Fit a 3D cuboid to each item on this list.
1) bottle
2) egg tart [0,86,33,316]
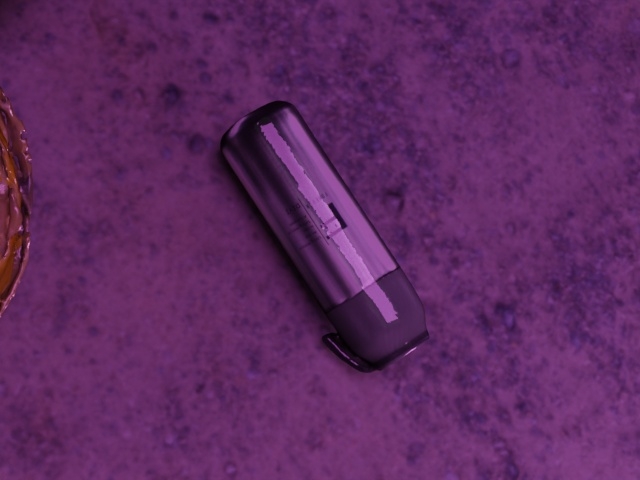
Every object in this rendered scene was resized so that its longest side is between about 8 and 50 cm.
[{"bbox_3d":[0.000,0.000,1.505,0.096,0.079,0.253,-34,87,11],"label":"bottle"},{"bbox_3d":[-0.335,-0.027,1.301,0.315,0.120,0.315,-2,93,-42],"label":"egg tart"}]
